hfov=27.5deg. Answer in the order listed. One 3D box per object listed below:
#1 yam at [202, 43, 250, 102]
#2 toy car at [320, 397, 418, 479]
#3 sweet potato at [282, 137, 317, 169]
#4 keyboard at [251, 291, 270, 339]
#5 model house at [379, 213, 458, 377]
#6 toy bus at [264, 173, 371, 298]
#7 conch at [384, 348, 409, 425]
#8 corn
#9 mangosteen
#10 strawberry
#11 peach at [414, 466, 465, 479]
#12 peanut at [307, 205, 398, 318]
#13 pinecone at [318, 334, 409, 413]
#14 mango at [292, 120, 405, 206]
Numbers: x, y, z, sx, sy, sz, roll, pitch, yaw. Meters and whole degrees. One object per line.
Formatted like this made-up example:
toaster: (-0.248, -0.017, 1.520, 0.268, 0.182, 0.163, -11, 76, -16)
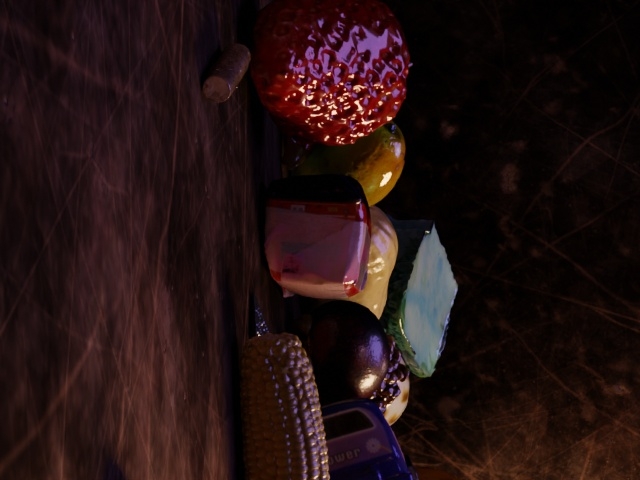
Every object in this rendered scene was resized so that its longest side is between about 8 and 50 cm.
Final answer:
yam: (-0.088, -0.162, 1.247, 0.145, 0.032, 0.032, -79, 165, -69)
toy car: (0.035, 0.299, 1.778, 0.235, 0.172, 0.158, 86, -13, -80)
sweet potato: (-0.025, -0.189, 1.924, 0.255, 0.058, 0.078, -90, -168, -59)
keyboard: (-0.064, 0.124, 1.518, 0.198, 0.010, 0.064, 77, 9, -66)
model house: (0.091, 0.091, 2.323, 0.261, 0.241, 0.226, 65, 40, -52)
toy bus: (0.000, 0.000, 1.693, 0.303, 0.127, 0.147, 65, 28, -82)
conch: (0.063, 0.237, 2.227, 0.149, 0.182, 0.275, -47, 137, -24)
corn: (-0.036, 0.224, 1.320, 0.091, 0.091, 0.260, -40, 122, -81)
mangosteen: (0.022, 0.158, 1.847, 0.152, 0.152, 0.152, -3, 90, -86)
strawberry: (-0.011, -0.211, 1.542, 0.244, 0.205, 0.205, -11, 99, -63)
peach: (0.147, 0.520, 1.971, 0.302, 0.342, 0.343, -58, -172, 19)
peanut: (0.038, 0.052, 2.038, 0.319, 0.147, 0.148, 98, -6, -54)
pinecone: (0.045, 0.203, 1.995, 0.173, 0.173, 0.174, -3, 90, -86)
mango: (0.039, -0.103, 1.882, 0.233, 0.111, 0.125, -26, -143, 49)
